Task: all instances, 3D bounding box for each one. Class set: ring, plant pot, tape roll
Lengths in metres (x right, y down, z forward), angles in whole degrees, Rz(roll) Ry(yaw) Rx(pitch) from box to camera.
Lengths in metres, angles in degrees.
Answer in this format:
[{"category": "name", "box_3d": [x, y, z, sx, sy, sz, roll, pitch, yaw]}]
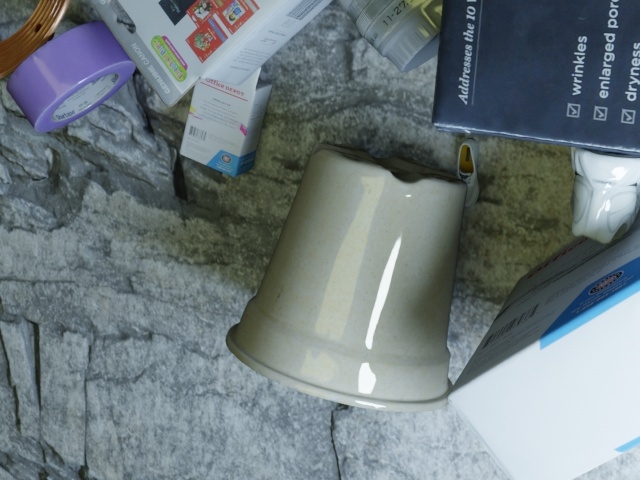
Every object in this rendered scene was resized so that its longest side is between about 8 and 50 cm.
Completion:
[{"category": "ring", "box_3d": [-0.488, -0.409, 1.762, 0.336, 0.032, 0.337, -11, 71, 33]}, {"category": "plant pot", "box_3d": [0.063, 0.035, 1.565, 0.333, 0.334, 0.306, 18, 102, 20]}, {"category": "tape roll", "box_3d": [-0.388, -0.254, 1.743, 0.189, 0.189, 0.080, -37, 87, 30]}]

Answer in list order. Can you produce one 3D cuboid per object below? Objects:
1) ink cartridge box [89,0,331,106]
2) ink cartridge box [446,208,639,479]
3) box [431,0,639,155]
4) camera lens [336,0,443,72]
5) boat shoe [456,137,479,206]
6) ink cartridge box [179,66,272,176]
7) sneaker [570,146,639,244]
[{"category": "ink cartridge box", "box_3d": [-0.183, -0.385, 1.596, 0.272, 0.130, 0.309, -39, 80, 19]}, {"category": "ink cartridge box", "box_3d": [0.358, 0.104, 1.377, 0.285, 0.395, 0.166, -37, 92, 30]}, {"category": "box", "box_3d": [0.401, -0.327, 1.159, 0.471, 0.297, 0.480, 12, 104, 34]}, {"category": "camera lens", "box_3d": [0.101, -0.387, 1.450, 0.219, 0.219, 0.274, -39, 87, 29]}, {"category": "boat shoe", "box_3d": [0.208, -0.094, 1.593, 0.035, 0.035, 0.100, 11, 109, 22]}, {"category": "ink cartridge box", "box_3d": [-0.141, -0.203, 1.712, 0.104, 0.061, 0.181, 24, 114, 17]}, {"category": "sneaker", "box_3d": [0.356, -0.067, 1.381, 0.110, 0.292, 0.118, 11, 102, 21]}]
